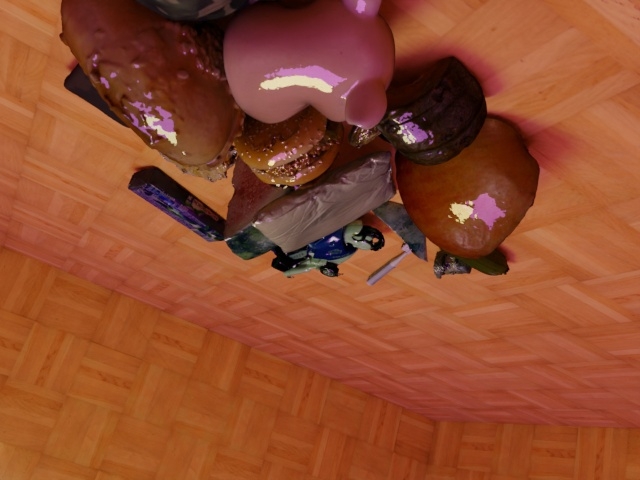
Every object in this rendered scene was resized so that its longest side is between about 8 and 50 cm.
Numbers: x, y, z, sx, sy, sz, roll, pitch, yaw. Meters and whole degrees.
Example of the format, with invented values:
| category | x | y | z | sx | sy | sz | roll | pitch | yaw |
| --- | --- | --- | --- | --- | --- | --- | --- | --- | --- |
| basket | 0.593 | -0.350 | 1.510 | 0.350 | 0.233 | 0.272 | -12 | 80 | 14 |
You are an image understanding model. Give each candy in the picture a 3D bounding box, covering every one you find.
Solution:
| category | x | y | z | sx | sy | sz | roll | pitch | yaw |
| --- | --- | --- | --- | --- | --- | --- | --- | --- | --- |
| candy | -0.369 | -0.088 | 1.639 | 0.088 | 0.061 | 0.312 | -3 | 151 | 36 |

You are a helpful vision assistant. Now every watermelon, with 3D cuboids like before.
| category | x | y | z | sx | sy | sz | roll | pitch | yaw |
| --- | --- | --- | --- | --- | --- | --- | --- | --- | --- |
| watermelon | 0.188 | -0.032 | 1.383 | 0.180 | 0.081 | 0.094 | 46 | 169 | -20 |
| watermelon | -0.128 | -0.091 | 1.326 | 0.201 | 0.262 | 0.213 | 39 | 169 | 22 |

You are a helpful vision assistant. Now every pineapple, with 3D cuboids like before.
| category | x | y | z | sx | sy | sz | roll | pitch | yaw |
| --- | --- | --- | --- | --- | --- | --- | --- | --- | --- |
| pineapple | -0.280 | -0.199 | 1.346 | 0.221 | 0.047 | 0.221 | 15 | 156 | 7 |

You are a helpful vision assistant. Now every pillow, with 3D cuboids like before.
| category | x | y | z | sx | sy | sz | roll | pitch | yaw |
| --- | --- | --- | --- | --- | --- | --- | --- | --- | --- |
| pillow | 0.016 | -0.074 | 1.180 | 0.274 | 0.076 | 0.281 | -28 | 167 | 4 |

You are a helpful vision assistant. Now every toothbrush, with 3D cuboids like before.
| category | x | y | z | sx | sy | sz | roll | pitch | yaw |
| --- | --- | --- | --- | --- | --- | --- | --- | --- | --- |
| toothbrush | 0.186 | 0.067 | 1.653 | 0.030 | 0.025 | 0.342 | 25 | 156 | -3 |

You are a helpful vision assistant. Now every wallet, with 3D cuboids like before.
| category | x | y | z | sx | sy | sz | roll | pitch | yaw |
| --- | --- | --- | --- | --- | --- | --- | --- | --- | --- |
| wallet | -0.361 | -0.313 | 1.146 | 0.165 | 0.042 | 0.309 | 29 | 151 | -29 |

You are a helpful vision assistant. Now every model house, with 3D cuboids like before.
| category | x | y | z | sx | sy | sz | roll | pitch | yaw |
| --- | --- | --- | --- | --- | --- | --- | --- | --- | --- |
| model house | 0.324 | 0.062 | 1.496 | 0.083 | 0.066 | 0.079 | 5 | 156 | 22 |

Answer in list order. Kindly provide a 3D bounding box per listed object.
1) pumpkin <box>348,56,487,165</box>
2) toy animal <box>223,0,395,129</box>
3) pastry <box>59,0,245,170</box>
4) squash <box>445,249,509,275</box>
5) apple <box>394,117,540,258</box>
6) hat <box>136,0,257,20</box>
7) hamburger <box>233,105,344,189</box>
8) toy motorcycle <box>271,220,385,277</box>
| category | x | y | z | sx | sy | sz | roll | pitch | yaw |
| --- | --- | --- | --- | --- | --- | --- | --- | --- | --- |
| pumpkin | 0.127 | -0.194 | 0.976 | 0.247 | 0.126 | 0.131 | -5 | 147 | 42 |
| toy animal | -0.013 | -0.250 | 0.867 | 0.256 | 0.195 | 0.213 | -1 | -170 | 21 |
| pastry | -0.223 | -0.265 | 0.915 | 0.184 | 0.284 | 0.316 | -35 | 114 | 8 |
| squash | 0.343 | 0.024 | 1.396 | 0.258 | 0.069 | 0.069 | 27 | 155 | -22 |
| apple | 0.254 | -0.087 | 1.135 | 0.179 | 0.254 | 0.346 | -22 | 168 | -20 |
| hat | -0.122 | -0.396 | 0.613 | 0.366 | 0.258 | 0.381 | 25 | 175 | -24 |
| hamburger | -0.056 | -0.190 | 1.038 | 0.181 | 0.191 | 0.118 | -12 | 142 | 15 |
| toy motorcycle | 0.000 | 0.000 | 1.524 | 0.196 | 0.125 | 0.331 | 33 | 149 | -29 |
